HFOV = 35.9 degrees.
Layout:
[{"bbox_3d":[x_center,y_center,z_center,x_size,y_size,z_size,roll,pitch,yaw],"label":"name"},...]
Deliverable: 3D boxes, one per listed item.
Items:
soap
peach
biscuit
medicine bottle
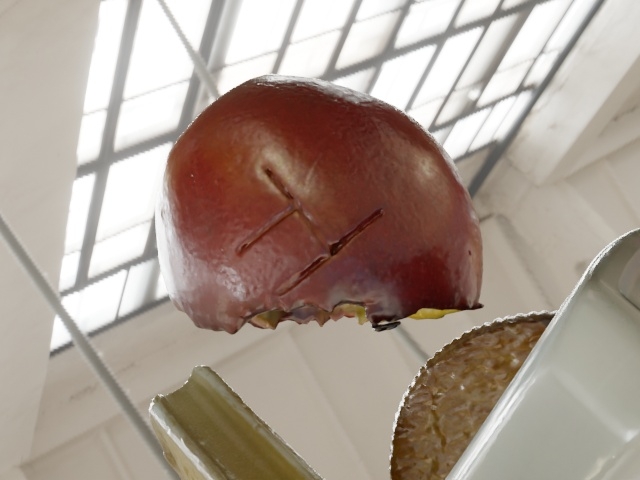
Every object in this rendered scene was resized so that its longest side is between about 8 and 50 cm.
[{"bbox_3d":[-0.050,0.252,0.932,0.089,0.174,0.274,-33,-145,-19],"label":"soap"},{"bbox_3d":[0.000,0.000,0.672,0.226,0.190,0.196,39,-129,10],"label":"peach"},{"bbox_3d":[0.204,0.207,0.863,0.305,0.305,0.038,38,-159,9],"label":"biscuit"},{"bbox_3d":[0.155,0.145,0.610,0.179,0.324,0.124,-18,-124,-41],"label":"medicine bottle"}]
